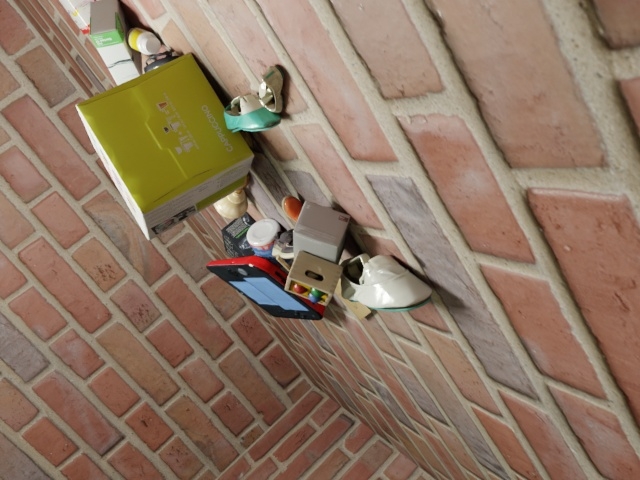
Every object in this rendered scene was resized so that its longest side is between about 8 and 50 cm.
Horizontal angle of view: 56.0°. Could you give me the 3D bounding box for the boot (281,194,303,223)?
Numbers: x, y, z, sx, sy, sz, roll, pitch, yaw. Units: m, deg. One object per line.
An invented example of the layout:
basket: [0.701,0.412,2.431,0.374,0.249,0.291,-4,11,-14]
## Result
boot: [-0.044,-0.068,1.715,0.158,0.059,0.085,49,163,-31]

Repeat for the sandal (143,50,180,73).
sandal: [-0.472,-0.517,1.754,0.255,0.097,0.054,17,118,60]

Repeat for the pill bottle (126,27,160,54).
pill bottle: [-0.512,-0.578,1.751,0.116,0.065,0.065,33,158,43]

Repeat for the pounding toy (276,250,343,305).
pounding toy: [-0.051,0.112,1.647,0.181,0.094,0.206,21,158,1]

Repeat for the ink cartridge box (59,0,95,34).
ink cartridge box: [-0.799,-0.778,2.026,0.134,0.078,0.231,23,150,57]

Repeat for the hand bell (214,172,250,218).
hand bell: [-0.278,-0.175,2.049,0.126,0.126,0.242,49,151,1]

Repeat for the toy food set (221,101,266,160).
toy food set: [-0.239,-0.302,1.711,0.132,0.038,0.192,23,150,57]

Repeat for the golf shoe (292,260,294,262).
golf shoe: [-0.031,0.110,2.071,0.094,0.077,0.198,26,161,30]

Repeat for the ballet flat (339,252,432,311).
ballet flat: [0.136,0.096,1.513,0.139,0.139,0.400,52,165,-11]

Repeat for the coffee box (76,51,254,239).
coffee box: [-0.428,-0.253,1.697,0.337,0.338,0.334,58,163,3]

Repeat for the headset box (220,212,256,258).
headset box: [-0.251,0.060,2.404,0.283,0.131,0.246,45,163,12]

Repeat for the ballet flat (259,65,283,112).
ballet flat: [-0.114,-0.321,1.313,0.057,0.052,0.168,46,164,11]

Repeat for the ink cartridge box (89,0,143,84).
ink cartridge box: [-0.619,-0.602,1.832,0.208,0.087,0.153,78,179,-60]

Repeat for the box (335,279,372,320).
box: [0.085,0.170,1.973,0.201,0.021,0.164,48,164,7]

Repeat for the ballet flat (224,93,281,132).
ballet flat: [-0.178,-0.311,1.466,0.247,0.083,0.087,15,129,60]

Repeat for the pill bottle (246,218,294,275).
pill bottle: [-0.166,0.037,2.145,0.124,0.124,0.221,34,159,43]

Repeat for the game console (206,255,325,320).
game console: [-0.199,0.185,2.228,0.342,0.060,0.386,-9,138,46]

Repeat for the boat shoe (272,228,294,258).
boat shoe: [-0.087,0.008,1.923,0.285,0.103,0.092,180,83,-69]

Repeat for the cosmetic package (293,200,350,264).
cosmetic package: [0.000,0.000,1.598,0.127,0.107,0.238,19,161,8]
